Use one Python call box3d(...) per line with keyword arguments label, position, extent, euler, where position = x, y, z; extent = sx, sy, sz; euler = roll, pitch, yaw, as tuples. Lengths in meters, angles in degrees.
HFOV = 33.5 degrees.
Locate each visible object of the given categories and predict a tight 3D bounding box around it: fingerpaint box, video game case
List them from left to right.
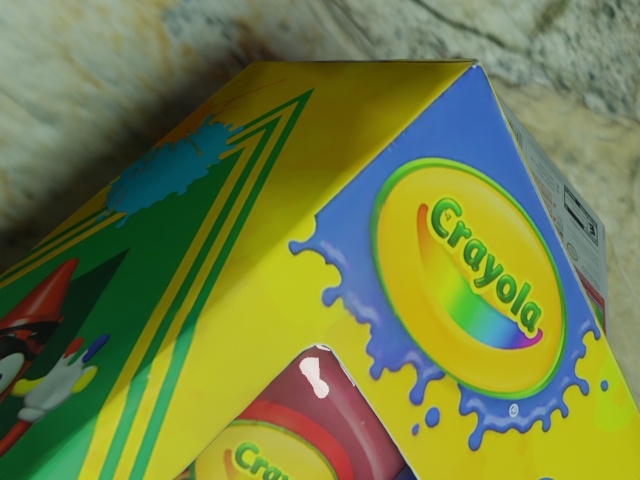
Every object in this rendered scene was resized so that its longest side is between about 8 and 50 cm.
box3d(label="fingerpaint box", position=(-0.003, 0.203, 0.484), extent=(0.371, 0.163, 0.445), euler=(-44, 121, -24))
box3d(label="video game case", position=(0.139, 0.003, 0.718), extent=(0.201, 0.023, 0.183), euler=(43, 40, -33))
